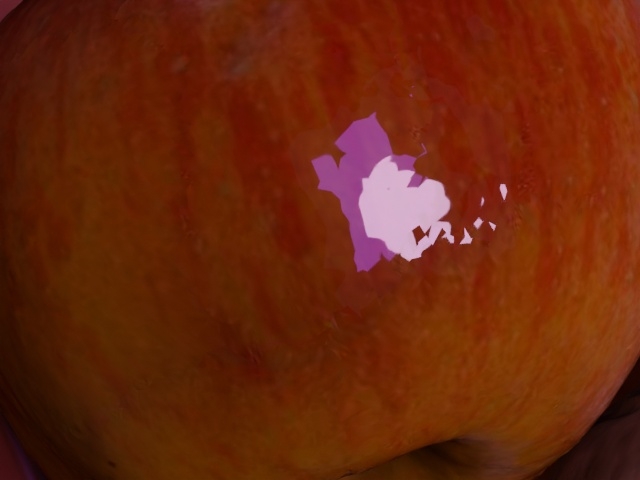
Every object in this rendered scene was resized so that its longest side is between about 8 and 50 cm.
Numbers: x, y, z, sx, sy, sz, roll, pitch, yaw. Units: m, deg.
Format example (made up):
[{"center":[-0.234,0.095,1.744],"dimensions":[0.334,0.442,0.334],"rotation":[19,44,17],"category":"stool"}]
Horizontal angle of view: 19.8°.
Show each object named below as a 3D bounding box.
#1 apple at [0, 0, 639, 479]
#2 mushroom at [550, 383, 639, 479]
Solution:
[{"center":[0.000,0.000,0.728],"dimensions":[0.301,0.301,0.301],"rotation":[4,82,-29],"category":"apple"},{"center":[0.223,0.093,0.863],"dimensions":[0.315,0.356,0.315],"rotation":[-20,117,-47],"category":"mushroom"}]
